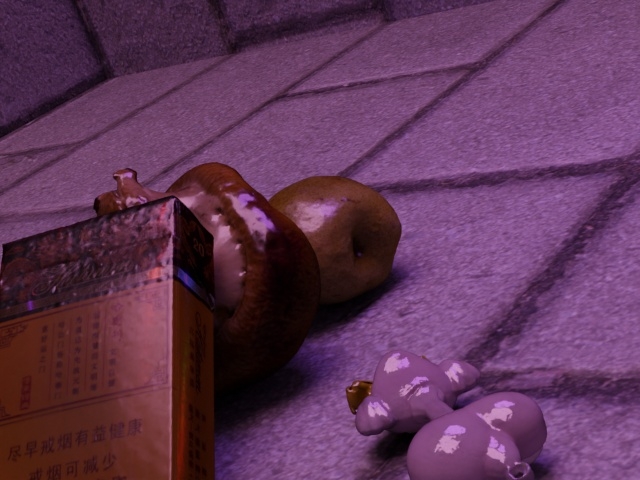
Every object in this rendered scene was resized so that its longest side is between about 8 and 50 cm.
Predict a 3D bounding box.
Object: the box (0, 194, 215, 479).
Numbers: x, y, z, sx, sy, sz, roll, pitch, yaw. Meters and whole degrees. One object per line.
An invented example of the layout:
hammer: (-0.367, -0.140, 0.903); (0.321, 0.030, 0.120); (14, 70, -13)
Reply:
box: (-0.263, 0.165, 1.445); (0.264, 0.116, 0.415); (-16, 56, 16)

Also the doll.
doll: (0.135, 0.197, 1.321); (0.160, 0.094, 0.365); (-22, 19, -14)

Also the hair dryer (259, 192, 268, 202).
hair dryer: (-0.083, -0.028, 2.171); (0.278, 0.090, 0.135); (4, 28, 37)

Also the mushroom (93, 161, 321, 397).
mushroom: (-0.173, 0.054, 1.656); (0.259, 0.345, 0.345); (19, -11, -41)

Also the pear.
pear: (0.000, 0.000, 1.828); (0.228, 0.188, 0.211); (-25, 21, -38)
